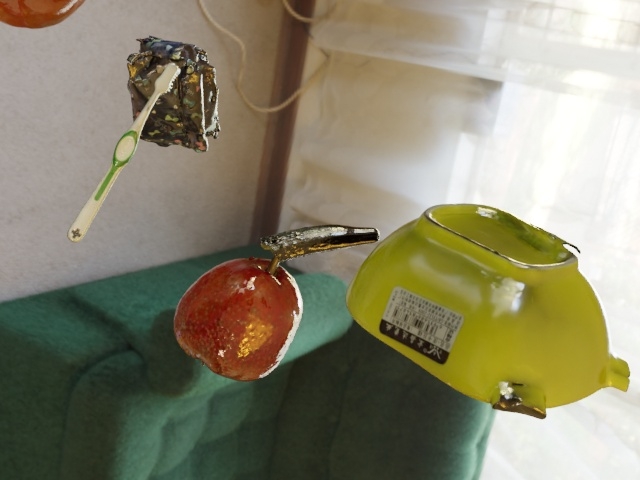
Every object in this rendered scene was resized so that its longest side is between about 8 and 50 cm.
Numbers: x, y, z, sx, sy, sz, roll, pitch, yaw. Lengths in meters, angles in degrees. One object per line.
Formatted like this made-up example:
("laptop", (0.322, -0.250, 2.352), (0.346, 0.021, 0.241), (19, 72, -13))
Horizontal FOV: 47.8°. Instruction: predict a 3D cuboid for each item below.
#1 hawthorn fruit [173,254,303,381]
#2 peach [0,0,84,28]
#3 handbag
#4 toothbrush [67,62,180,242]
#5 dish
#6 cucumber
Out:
("hawthorn fruit", (-0.177, 0.154, 1.708), (0.369, 0.284, 0.284), (-58, 157, 19))
("peach", (-0.656, -0.640, 1.560), (0.343, 0.342, 0.301), (-66, -168, -12))
("handbag", (-0.279, -0.277, 1.397), (0.260, 0.161, 0.113), (95, 10, -52))
("toothbrush", (-0.291, -0.128, 1.063), (0.304, 0.030, 0.030), (-58, 153, 2))
("dish", (0.157, 0.040, 0.670), (0.221, 0.262, 0.108), (-6, 117, -33))
("cucumber", (0.000, -0.002, 0.821), (0.033, 0.134, 0.034), (-134, -148, -77))
